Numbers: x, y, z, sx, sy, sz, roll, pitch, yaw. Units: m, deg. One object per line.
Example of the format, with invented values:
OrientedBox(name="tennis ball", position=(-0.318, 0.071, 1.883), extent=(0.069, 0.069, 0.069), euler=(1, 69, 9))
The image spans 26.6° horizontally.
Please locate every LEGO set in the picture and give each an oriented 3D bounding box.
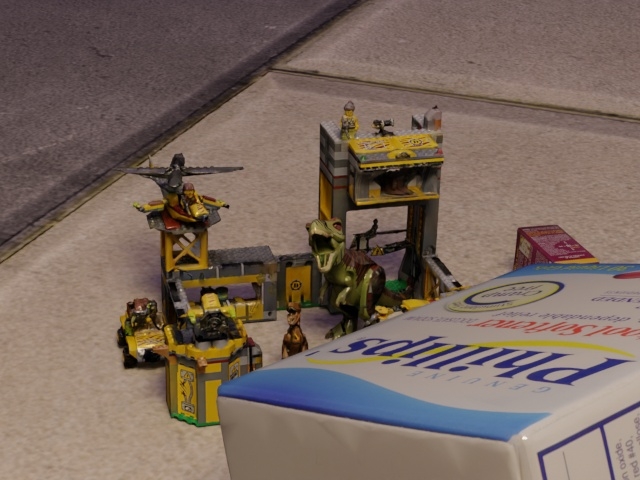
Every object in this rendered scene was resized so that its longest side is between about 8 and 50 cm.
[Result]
OrientedBox(name="LEGO set", position=(0.000, 0.000, 1.078), extent=(0.331, 0.192, 0.255), euler=(-2, 25, -6))

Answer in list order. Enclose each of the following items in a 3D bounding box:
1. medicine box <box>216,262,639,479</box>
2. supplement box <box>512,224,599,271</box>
OrientedBox(name="medicine box", position=(0.135, 0.119, 0.787), extent=(0.289, 0.149, 0.263), euler=(-18, 10, -36))
OrientedBox(name="supplement box", position=(0.206, 0.027, 1.194), extent=(0.043, 0.055, 0.083), euler=(-5, 26, -17))
